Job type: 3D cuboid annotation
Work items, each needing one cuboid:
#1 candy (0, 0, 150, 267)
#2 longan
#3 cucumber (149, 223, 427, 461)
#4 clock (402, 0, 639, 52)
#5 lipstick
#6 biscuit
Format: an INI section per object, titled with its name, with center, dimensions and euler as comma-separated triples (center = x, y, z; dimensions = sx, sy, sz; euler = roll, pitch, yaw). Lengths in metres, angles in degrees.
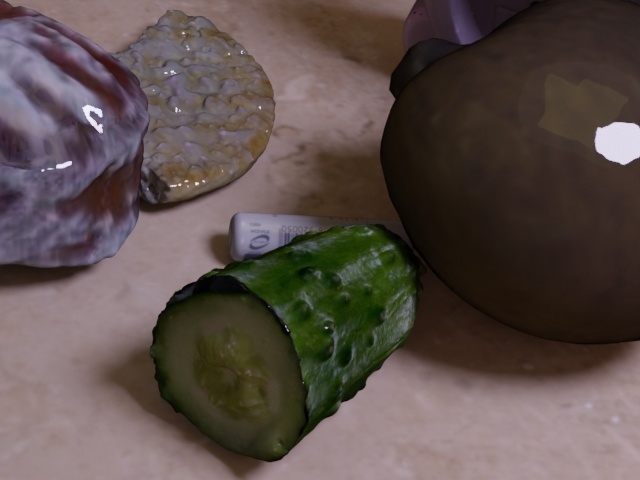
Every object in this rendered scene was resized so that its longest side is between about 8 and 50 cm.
[candy]
center = -0.265, -0.092, 1.110
dimensions = 0.289, 0.157, 0.214
euler = 23, 37, 13
[longan]
center = 0.180, -0.062, 1.115
dimensions = 0.300, 0.243, 0.300
euler = 22, 26, -12
[cucumber]
center = 0.004, 0.050, 1.051
dimensions = 0.134, 0.134, 0.244
euler = 33, 34, 22
[clock]
center = 0.215, -0.220, 1.244
dimensions = 0.295, 0.322, 0.113
euler = 20, 59, 15
[lipstick]
center = 0.000, 0.000, 1.158
dimensions = 0.141, 0.040, 0.040
euler = 2, 41, -11
[biscuit]
center = -0.132, -0.117, 1.261
dimensions = 0.188, 0.040, 0.265
euler = 8, 39, -5
